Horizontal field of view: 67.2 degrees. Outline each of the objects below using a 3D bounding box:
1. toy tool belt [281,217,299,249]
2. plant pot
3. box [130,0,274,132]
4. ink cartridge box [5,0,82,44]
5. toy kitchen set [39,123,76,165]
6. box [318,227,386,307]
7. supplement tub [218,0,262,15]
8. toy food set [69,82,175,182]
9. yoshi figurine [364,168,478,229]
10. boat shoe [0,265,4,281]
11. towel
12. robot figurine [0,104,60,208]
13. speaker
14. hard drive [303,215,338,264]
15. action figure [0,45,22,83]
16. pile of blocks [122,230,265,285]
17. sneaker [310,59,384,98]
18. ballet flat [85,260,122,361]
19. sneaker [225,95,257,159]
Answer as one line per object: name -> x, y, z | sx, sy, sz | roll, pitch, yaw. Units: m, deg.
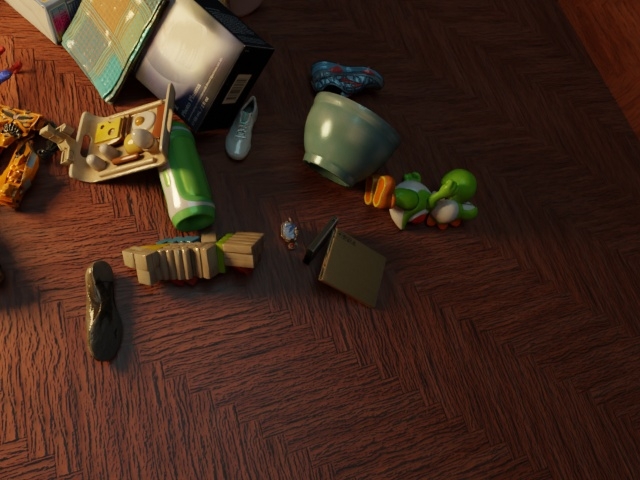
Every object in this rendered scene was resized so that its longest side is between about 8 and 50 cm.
toy tool belt -> -0.086, -0.019, 1.395 | 0.052, 0.051, 0.083 | -6, 69, -18
plant pot -> 0.066, -0.280, 1.450 | 0.293, 0.293, 0.196 | 30, 89, -2
box -> -0.348, -0.520, 1.383 | 0.294, 0.296, 0.183 | 42, 28, 6
ink cartridge box -> -0.769, -0.832, 1.505 | 0.270, 0.151, 0.395 | 40, 61, 4
toy kitchen set -> -0.687, -0.259, 1.278 | 0.068, 0.083, 0.075 | -20, 62, 23
box -> 0.096, 0.080, 1.379 | 0.201, 0.021, 0.164 | 30, 63, -28
supplement tub -> -0.327, -0.931, 1.651 | 0.191, 0.191, 0.272 | -36, 80, -27
toy food set -> -0.532, -0.293, 1.296 | 0.306, 0.092, 0.220 | -10, 65, 18
yoshi figurine -> 0.336, -0.160, 1.507 | 0.362, 0.203, 0.203 | 8, 58, -16
boat shoe -> -0.889, -0.022, 1.118 | 0.130, 0.132, 0.355 | -35, 79, -27
towel -> -0.589, -0.613, 1.358 | 0.271, 0.370, 0.040 | 52, 30, 10
robot figurine -> -0.816, -0.233, 1.258 | 0.211, 0.085, 0.291 | 12, 64, -12
speaker -> -0.383, -0.178, 1.338 | 0.131, 0.131, 0.296 | -13, 71, -21
hard drive -> 0.000, 0.000, 1.387 | 0.022, 0.094, 0.135 | 35, 62, 7
action figure -> -0.923, -0.397, 1.288 | 0.091, 0.139, 0.280 | 46, 29, -36
pile of blocks -> -0.324, 0.054, 1.280 | 0.362, 0.149, 0.112 | -5, 111, -8
sneaker -> 0.091, -0.530, 1.665 | 0.262, 0.104, 0.125 | 4, 83, -10
ballet flat -> -0.542, 0.172, 1.180 | 0.084, 0.058, 0.250 | 8, 65, -52
sneaker -> -0.238, -0.350, 1.474 | 0.080, 0.094, 0.212 | 15, 64, -11
